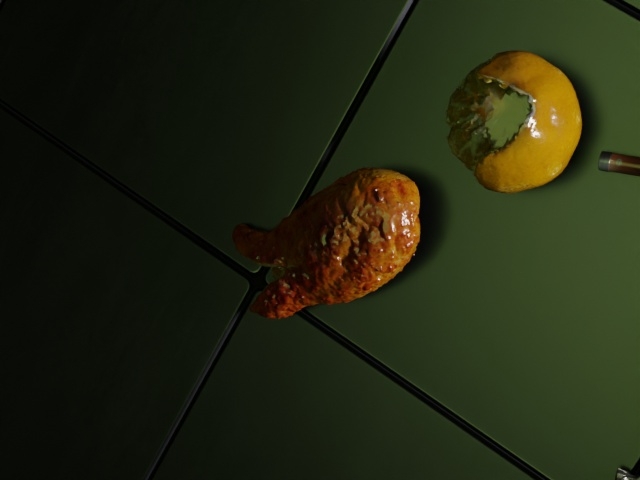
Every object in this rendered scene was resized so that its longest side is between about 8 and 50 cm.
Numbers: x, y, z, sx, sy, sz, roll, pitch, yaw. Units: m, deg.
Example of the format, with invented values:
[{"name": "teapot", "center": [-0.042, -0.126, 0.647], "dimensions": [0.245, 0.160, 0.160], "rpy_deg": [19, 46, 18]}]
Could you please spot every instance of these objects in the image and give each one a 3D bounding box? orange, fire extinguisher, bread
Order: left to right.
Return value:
[{"name": "bread", "center": [0.005, 0.007, 1.699], "dimensions": [0.268, 0.095, 0.139], "rpy_deg": [-22, 77, 26]}, {"name": "orange", "center": [0.209, -0.131, 1.589], "dimensions": [0.156, 0.134, 0.157], "rpy_deg": [-1, 84, 12]}, {"name": "fire extinguisher", "center": [0.348, -0.084, 1.592], "dimensions": [0.083, 0.022, 0.028], "rpy_deg": [10, 66, 21]}]

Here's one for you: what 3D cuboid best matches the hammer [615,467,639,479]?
[{"name": "hammer", "center": [0.380, 0.183, 1.591], "dimensions": [0.078, 0.021, 0.201], "rpy_deg": [13, 99, 21]}]
